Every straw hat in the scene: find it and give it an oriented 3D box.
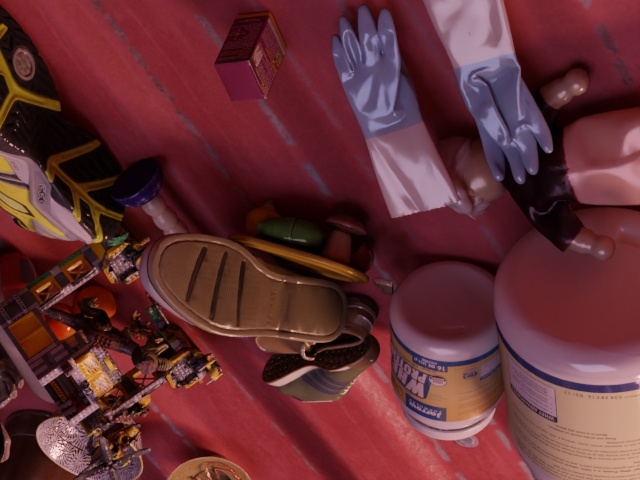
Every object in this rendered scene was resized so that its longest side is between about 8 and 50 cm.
[{"bbox_3d":[-0.164,0.364,2.240,0.144,0.061,0.144,3,125,4],"label":"straw hat"}]

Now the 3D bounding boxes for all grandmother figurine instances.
[{"bbox_3d":[0.269,-0.078,1.534,0.342,0.104,0.208,-3,100,30],"label":"grandmother figurine"}]

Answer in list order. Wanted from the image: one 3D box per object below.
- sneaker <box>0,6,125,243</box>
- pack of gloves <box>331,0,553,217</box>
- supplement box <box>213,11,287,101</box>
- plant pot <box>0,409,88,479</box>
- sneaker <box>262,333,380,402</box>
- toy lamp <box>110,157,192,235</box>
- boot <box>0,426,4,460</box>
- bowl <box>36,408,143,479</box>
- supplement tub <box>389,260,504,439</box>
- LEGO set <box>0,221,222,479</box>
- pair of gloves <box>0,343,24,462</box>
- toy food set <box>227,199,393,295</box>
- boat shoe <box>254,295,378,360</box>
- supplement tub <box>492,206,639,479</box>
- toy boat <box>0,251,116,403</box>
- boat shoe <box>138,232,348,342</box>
[{"bbox_3d":[-0.378,-0.129,1.700,0.147,0.145,0.385,-5,133,27],"label":"sneaker"},{"bbox_3d":[0.127,-0.155,1.511,0.195,0.046,0.232,-14,108,24],"label":"pack of gloves"},{"bbox_3d":[-0.073,-0.194,1.547,0.043,0.083,0.055,-2,135,24],"label":"supplement box"},{"bbox_3d":[-0.446,0.381,2.294,0.167,0.165,0.167,11,140,9],"label":"plant pot"},{"bbox_3d":[0.019,0.173,1.953,0.192,0.064,0.086,-19,135,37],"label":"sneaker"},{"bbox_3d":[-0.158,0.018,1.831,0.080,0.080,0.275,-13,129,33],"label":"toy lamp"},{"bbox_3d":[-0.495,0.120,1.902,0.131,0.348,0.260,-13,148,-32],"label":"boot"},{"bbox_3d":[-0.335,0.286,2.205,0.170,0.080,0.170,11,140,9],"label":"bowl"},{"bbox_3d":[0.157,0.137,1.784,0.144,0.144,0.200,9,139,12],"label":"supplement tub"},{"bbox_3d":[-0.252,0.158,1.867,0.192,0.255,0.331,44,156,45],"label":"LEGO set"},{"bbox_3d":[-0.493,0.187,2.118,0.204,0.042,0.240,47,143,27],"label":"pair of gloves"},{"bbox_3d":[0.000,0.000,1.759,0.218,0.071,0.128,16,173,13],"label":"toy food set"},{"bbox_3d":[-0.016,0.122,1.893,0.190,0.072,0.068,-18,128,37],"label":"boat shoe"},{"bbox_3d":[0.323,0.147,1.658,0.235,0.235,0.325,5,138,17],"label":"supplement tub"},{"bbox_3d":[-0.348,0.110,1.988,0.151,0.151,0.231,-21,132,1],"label":"toy boat"},{"bbox_3d":[-0.107,0.064,1.759,0.302,0.113,0.103,22,168,-41],"label":"boat shoe"}]
